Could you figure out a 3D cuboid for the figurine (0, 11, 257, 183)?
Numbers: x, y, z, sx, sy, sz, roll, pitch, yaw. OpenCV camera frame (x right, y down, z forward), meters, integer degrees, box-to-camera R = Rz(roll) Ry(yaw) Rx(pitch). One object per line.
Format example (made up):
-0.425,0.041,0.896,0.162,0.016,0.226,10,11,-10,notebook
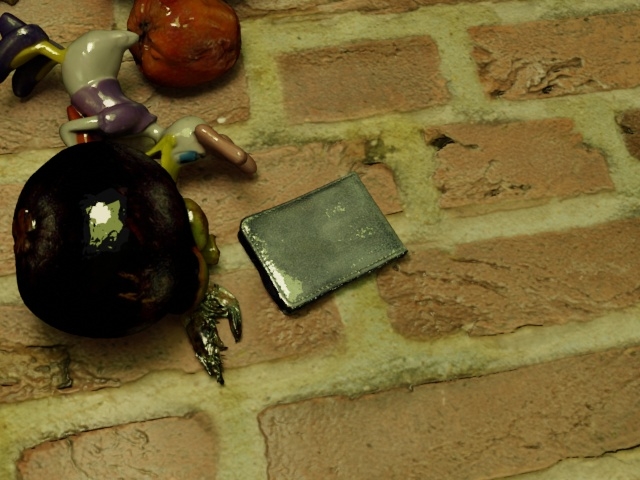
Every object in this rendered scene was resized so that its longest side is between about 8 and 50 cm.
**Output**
-0.295,-0.201,1.501,0.421,0.154,0.193,39,92,3,figurine

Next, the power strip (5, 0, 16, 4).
-0.463,-0.501,1.697,0.044,0.064,0.305,33,64,3,power strip

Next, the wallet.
0.000,0.001,1.511,0.222,0.036,0.167,-26,68,-19,wallet

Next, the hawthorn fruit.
-0.216,-0.328,1.583,0.179,0.173,0.173,-33,71,-22,hawthorn fruit

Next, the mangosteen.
-0.267,0.002,1.382,0.302,0.275,0.275,8,57,-39,mangosteen

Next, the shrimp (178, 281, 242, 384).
-0.150,0.125,1.432,0.091,0.034,0.161,-16,65,-14,shrimp
